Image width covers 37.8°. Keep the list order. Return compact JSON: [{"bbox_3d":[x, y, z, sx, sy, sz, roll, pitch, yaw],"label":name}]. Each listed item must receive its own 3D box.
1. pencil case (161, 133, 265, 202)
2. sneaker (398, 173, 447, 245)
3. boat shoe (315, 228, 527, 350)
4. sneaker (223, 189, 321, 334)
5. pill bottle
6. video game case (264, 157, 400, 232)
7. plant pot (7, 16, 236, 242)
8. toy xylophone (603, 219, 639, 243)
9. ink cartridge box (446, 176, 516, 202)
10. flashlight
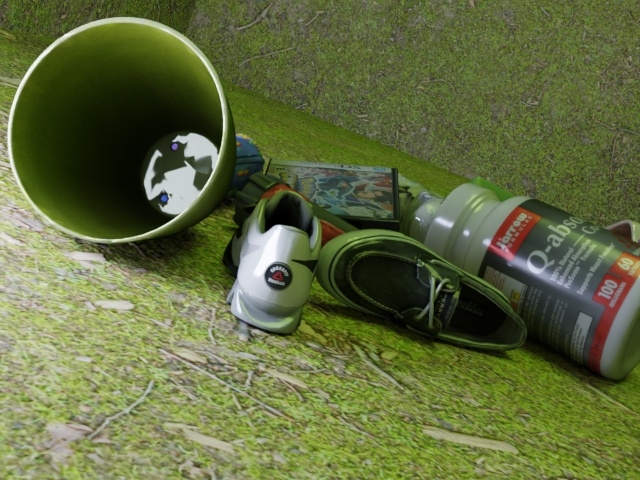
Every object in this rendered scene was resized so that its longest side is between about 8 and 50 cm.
[{"bbox_3d":[-0.193,-0.121,1.560,0.133,0.119,0.306,-1,6,18],"label":"pencil case"},{"bbox_3d":[0.180,-0.043,1.823,0.210,0.137,0.366,24,7,19],"label":"sneaker"},{"bbox_3d":[0.155,0.071,1.290,0.335,0.121,0.119,16,8,-29],"label":"boat shoe"},{"bbox_3d":[-0.050,0.001,1.217,0.122,0.146,0.330,17,11,-12],"label":"sneaker"},{"bbox_3d":[0.360,0.053,1.501,0.363,0.210,0.210,28,14,31],"label":"pill bottle"},{"bbox_3d":[0.017,-0.082,1.674,0.248,0.035,0.275,5,23,2],"label":"video game case"},{"bbox_3d":[-0.222,-0.117,1.251,0.275,0.275,0.293,23,-2,10],"label":"plant pot"},{"bbox_3d":[0.681,0.039,2.055,0.236,0.081,0.322,15,-17,-5],"label":"toy xylophone"},{"bbox_3d":[0.357,-0.025,2.099,0.189,0.097,0.255,27,-24,-11],"label":"ink cartridge box"},{"bbox_3d":[0.000,0.000,1.434,0.304,0.103,0.103,33,13,30],"label":"flashlight"}]
